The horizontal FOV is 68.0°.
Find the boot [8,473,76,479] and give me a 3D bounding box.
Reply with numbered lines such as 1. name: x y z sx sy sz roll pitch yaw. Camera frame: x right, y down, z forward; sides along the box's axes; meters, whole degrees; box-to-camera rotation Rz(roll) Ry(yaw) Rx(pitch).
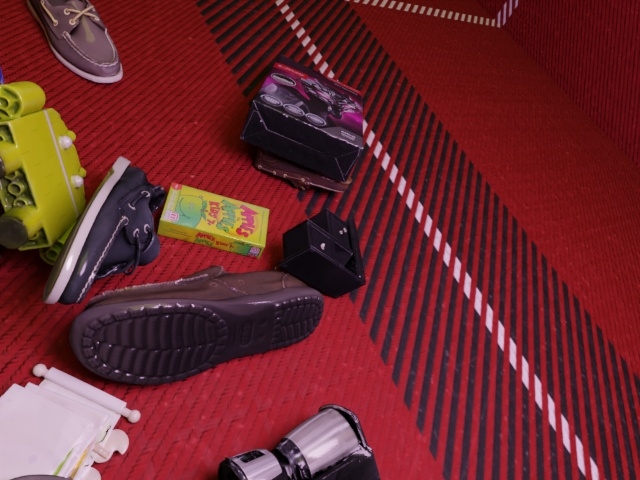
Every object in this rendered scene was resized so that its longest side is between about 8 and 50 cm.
1. boot: -0.212 0.289 0.474 0.247 0.161 0.083 28 47 -13

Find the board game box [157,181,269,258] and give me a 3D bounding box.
1. board game box: -0.188 -0.035 0.852 0.182 0.043 0.092 15 48 -16

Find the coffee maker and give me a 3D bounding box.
1. coffee maker: -0.018 0.319 0.595 0.178 0.120 0.171 -17 63 -36

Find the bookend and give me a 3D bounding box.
1. bookend: 0.000 0.000 0.856 0.156 0.072 0.157 35 37 -40

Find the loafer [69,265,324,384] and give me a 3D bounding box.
1. loafer: -0.172 0.110 0.704 0.366 0.133 0.130 1 26 -38

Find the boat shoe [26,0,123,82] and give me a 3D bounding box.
1. boat shoe: -0.519 -0.462 0.995 0.117 0.096 0.324 -24 67 -39

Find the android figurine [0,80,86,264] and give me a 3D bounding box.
1. android figurine: -0.394 -0.095 0.673 0.056 0.248 0.273 -8 21 -6

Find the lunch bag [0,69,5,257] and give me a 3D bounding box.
1. lunch bag: -0.483 -0.110 0.620 0.115 0.243 0.303 0 54 -21

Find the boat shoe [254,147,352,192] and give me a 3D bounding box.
1. boat shoe: -0.039 -0.146 1.005 0.207 0.073 0.073 25 23 -2

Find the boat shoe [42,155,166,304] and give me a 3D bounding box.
1. boat shoe: -0.280 -0.011 0.668 0.113 0.127 0.340 31 14 -24

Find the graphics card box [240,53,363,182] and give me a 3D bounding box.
1. graphics card box: -0.025 -0.286 1.055 0.233 0.094 0.370 23 34 -10

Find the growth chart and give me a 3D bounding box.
1. growth chart: -0.342 0.258 0.546 0.172 0.021 0.237 35 46 2
